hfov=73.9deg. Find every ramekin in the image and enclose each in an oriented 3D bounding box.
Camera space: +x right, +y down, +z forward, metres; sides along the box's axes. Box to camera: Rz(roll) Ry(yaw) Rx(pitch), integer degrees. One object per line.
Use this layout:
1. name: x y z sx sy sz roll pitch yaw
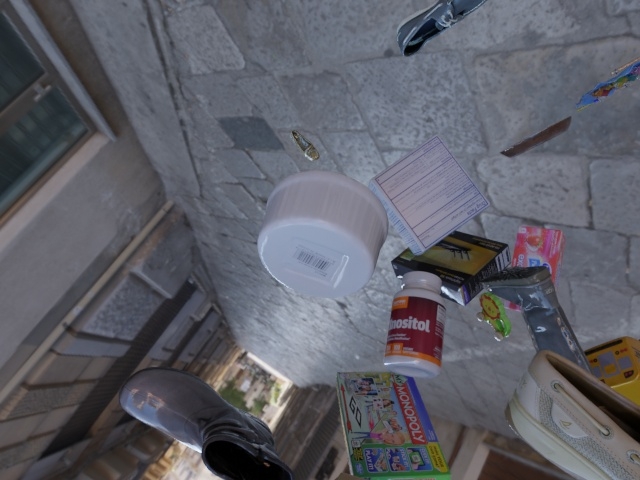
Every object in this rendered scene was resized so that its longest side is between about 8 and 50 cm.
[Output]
1. ramekin: 0.000 0.000 0.906 0.277 0.135 0.277 9 138 8

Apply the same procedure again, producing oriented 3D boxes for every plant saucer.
1. plant saucer: 0.511 -0.238 1.007 0.029 0.168 0.168 64 160 2

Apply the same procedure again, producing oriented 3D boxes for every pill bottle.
1. pill bottle: 0.151 0.130 0.667 0.086 0.152 0.086 11 152 6

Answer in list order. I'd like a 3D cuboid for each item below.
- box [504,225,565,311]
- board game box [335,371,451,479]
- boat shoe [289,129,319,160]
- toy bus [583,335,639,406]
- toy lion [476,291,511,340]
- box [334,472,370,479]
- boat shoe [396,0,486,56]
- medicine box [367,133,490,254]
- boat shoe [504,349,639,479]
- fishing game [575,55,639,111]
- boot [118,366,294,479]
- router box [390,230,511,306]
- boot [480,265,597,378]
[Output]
1. box: 0.766 0.112 1.514 0.142 0.300 0.154 9 176 35
2. board game box: 0.161 0.448 1.044 0.213 0.046 0.317 1 -155 -6
3. boat shoe: -0.062 -0.375 1.676 0.153 0.056 0.048 49 -177 -11
4. toy bus: 0.770 0.331 0.997 0.332 0.130 0.108 28 133 -21
5. toy lion: 0.415 0.175 1.014 0.100 0.034 0.096 55 159 39
6. box: 0.056 0.367 0.534 0.201 0.164 0.021 -13 93 43
7. boat shoe: 0.361 -0.643 1.236 0.116 0.099 0.319 19 157 -40
8. medicine box: 0.343 -0.143 1.389 0.289 0.263 0.149 55 177 6
9. boat shoe: 0.337 0.218 0.402 0.302 0.098 0.109 31 -155 36
10. fishing game: 0.689 -0.359 0.982 0.041 0.189 0.264 65 -168 8
11. boot: -0.209 0.339 0.773 0.338 0.118 0.222 26 166 -12
12. router box: 0.431 0.072 1.434 0.309 0.243 0.081 21 142 53
13. boot: 0.379 0.151 0.747 0.209 0.076 0.189 62 176 1
